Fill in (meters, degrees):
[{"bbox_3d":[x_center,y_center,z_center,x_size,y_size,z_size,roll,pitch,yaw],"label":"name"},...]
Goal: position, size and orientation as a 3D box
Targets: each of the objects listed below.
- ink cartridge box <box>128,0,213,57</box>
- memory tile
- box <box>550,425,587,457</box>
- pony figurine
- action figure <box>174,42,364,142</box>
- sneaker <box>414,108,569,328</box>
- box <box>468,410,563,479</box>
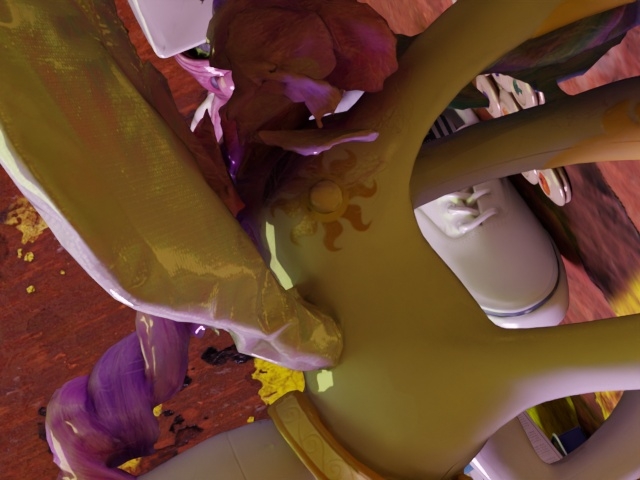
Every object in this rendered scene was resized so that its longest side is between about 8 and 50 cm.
[{"bbox_3d":[-0.057,-0.237,0.889,0.353,0.207,0.119,-126,13,-75],"label":"ink cartridge box"},{"bbox_3d":[0.124,-0.099,0.774,0.113,0.012,0.148,-121,7,-58],"label":"memory tile"},{"bbox_3d":[0.250,0.253,1.074,0.225,0.036,0.136,73,171,-67],"label":"box"},{"bbox_3d":[0.000,0.000,0.469,0.303,0.363,0.351,114,131,-85],"label":"pony figurine"},{"bbox_3d":[-0.088,-0.197,1.247,0.248,0.276,0.370,70,-169,18],"label":"action figure"},{"bbox_3d":[0.101,-0.033,0.876,0.091,0.094,0.258,63,179,-43],"label":"sneaker"},{"bbox_3d":[0.206,0.265,1.078,0.322,0.058,0.232,-122,8,-62],"label":"box"}]
